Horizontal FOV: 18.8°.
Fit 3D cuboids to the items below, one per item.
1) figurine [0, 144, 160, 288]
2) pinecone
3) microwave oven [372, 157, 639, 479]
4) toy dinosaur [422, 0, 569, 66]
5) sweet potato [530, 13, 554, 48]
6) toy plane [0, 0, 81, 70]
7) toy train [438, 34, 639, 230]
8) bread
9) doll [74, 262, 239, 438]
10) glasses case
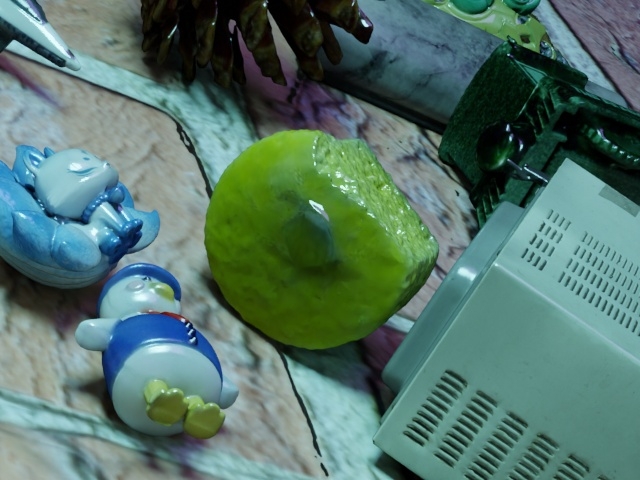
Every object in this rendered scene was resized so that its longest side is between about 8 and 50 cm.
[{"bbox_3d":[-0.147,-0.021,1.039,0.114,0.079,0.114,22,30,-14],"label":"figurine"},{"bbox_3d":[-0.044,-0.200,1.379,0.208,0.207,0.207,26,23,-12],"label":"pinecone"},{"bbox_3d":[0.148,0.072,1.138,0.194,0.145,0.240,31,23,6],"label":"microwave oven"},{"bbox_3d":[0.116,-0.201,1.706,0.259,0.094,0.153,23,53,-16],"label":"toy dinosaur"},{"bbox_3d":[0.146,-0.213,1.824,0.233,0.062,0.081,39,39,8],"label":"sweet potato"},{"bbox_3d":[-0.250,-0.175,1.246,0.234,0.082,0.160,52,16,9],"label":"toy plane"},{"bbox_3d":[0.246,-0.044,1.514,0.330,0.138,0.178,19,22,-30],"label":"toy train"},{"bbox_3d":[0.000,0.000,1.142,0.129,0.111,0.114,59,23,6],"label":"bread"},{"bbox_3d":[-0.087,0.055,0.997,0.099,0.057,0.143,28,16,-28],"label":"doll"},{"bbox_3d":[0.123,-0.135,1.603,0.299,0.060,0.114,23,50,-21],"label":"glasses case"}]
